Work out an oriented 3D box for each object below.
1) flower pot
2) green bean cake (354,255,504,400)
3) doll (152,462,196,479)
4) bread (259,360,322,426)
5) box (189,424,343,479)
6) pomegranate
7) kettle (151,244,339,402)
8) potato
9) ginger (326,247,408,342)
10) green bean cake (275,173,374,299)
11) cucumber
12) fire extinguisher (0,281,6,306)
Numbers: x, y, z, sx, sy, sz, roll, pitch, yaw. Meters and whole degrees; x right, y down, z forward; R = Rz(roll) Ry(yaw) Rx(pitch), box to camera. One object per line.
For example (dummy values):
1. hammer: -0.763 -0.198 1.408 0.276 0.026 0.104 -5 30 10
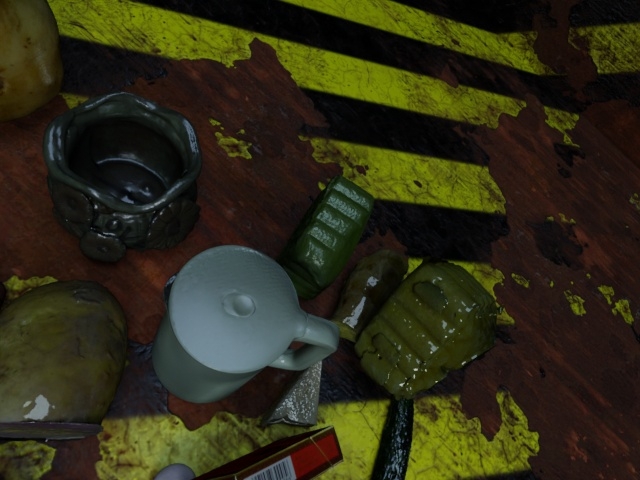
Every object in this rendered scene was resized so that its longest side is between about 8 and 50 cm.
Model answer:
1. flower pot: -0.378 -0.116 0.876 0.301 0.213 0.302 10 61 -19
2. green bean cake: 0.258 0.208 0.984 0.202 0.285 0.309 45 22 30
3. doll: -0.310 0.465 0.691 0.365 0.094 0.160 -10 63 -29
4. bread: -0.056 0.297 0.897 0.105 0.077 0.152 15 59 -18
5. box: -0.091 0.386 0.740 0.239 0.153 0.074 5 57 -52
6. pomegranate: -0.674 -0.389 0.843 0.332 0.332 0.333 10 62 -19
7. kettle: -0.153 0.175 0.771 0.265 0.318 0.205 44 55 3
8. potato: -0.425 0.181 0.724 0.229 0.229 0.266 7 55 -21
9. ginger: 0.110 0.118 1.045 0.109 0.117 0.263 22 56 29
10. green bean cake: 0.000 0.000 0.983 0.124 0.222 0.248 30 60 -9
11. cucumber: 0.153 0.441 0.927 0.067 0.067 0.294 29 55 -9
12. fire extinguisher: -0.566 0.201 0.644 0.137 0.102 0.344 -17 49 14
